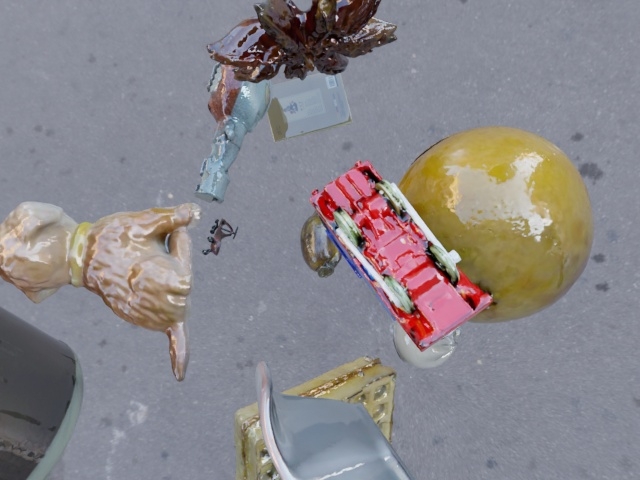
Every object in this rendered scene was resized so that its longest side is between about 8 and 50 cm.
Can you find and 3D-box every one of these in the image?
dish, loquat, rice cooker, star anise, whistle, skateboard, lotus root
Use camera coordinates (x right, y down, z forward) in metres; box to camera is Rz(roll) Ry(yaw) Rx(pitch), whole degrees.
[{"bbox_3d":[0.033,0.180,0.353,0.064,0.154,0.234,-36,98,-6],"label":"dish"},{"bbox_3d":[0.213,-0.021,0.638,0.263,0.263,0.263,-3,74,10],"label":"loquat"},{"bbox_3d":[-0.569,0.230,0.691,0.335,0.325,0.335,-19,45,21],"label":"rice cooker"},{"bbox_3d":[-0.018,-0.286,0.682,0.288,0.288,0.088,-16,87,6],"label":"star anise"},{"bbox_3d":[-0.183,-0.244,0.973,0.142,0.134,0.346,-3,67,47],"label":"whistle"},{"bbox_3d":[-0.304,-0.013,1.480,0.080,0.067,0.151,21,39,-11],"label":"skateboard"},{"bbox_3d":[0.000,0.000,1.320,0.120,0.120,0.209,-7,65,9],"label":"lotus root"}]

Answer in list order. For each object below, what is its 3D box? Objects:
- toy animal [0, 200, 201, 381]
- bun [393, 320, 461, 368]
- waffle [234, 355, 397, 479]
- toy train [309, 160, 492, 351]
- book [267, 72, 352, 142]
[{"bbox_3d":[-0.215,0.044,0.459,0.185,0.104,0.183,7,60,-26],"label":"toy animal"},{"bbox_3d":[0.239,0.191,1.025,0.120,0.173,0.172,5,74,38],"label":"bun"},{"bbox_3d":[-0.001,0.416,1.022,0.114,0.376,0.261,28,121,47],"label":"waffle"},{"bbox_3d":[0.077,0.016,0.505,0.083,0.131,0.204,-33,65,-4],"label":"toy train"},{"bbox_3d":[-0.034,-0.328,1.167,0.199,0.016,0.138,-14,91,2],"label":"book"}]
